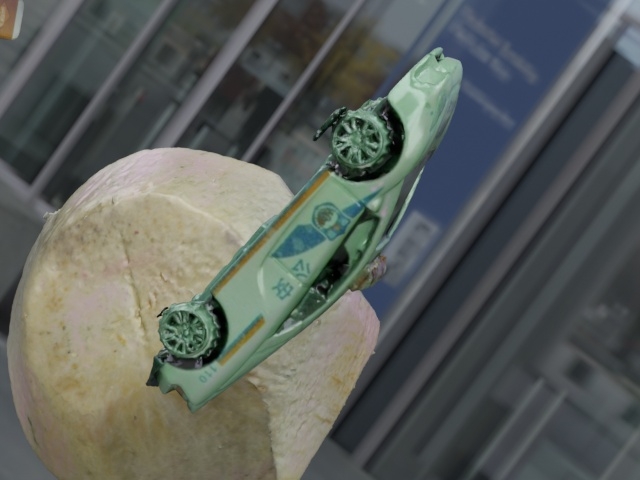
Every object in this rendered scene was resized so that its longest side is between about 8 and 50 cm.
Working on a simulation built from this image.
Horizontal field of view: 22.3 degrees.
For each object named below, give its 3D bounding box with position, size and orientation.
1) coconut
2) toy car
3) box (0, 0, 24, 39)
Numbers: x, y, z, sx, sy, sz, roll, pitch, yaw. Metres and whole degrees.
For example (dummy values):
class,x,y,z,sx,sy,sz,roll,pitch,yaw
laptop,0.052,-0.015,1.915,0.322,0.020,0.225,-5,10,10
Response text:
class,x,y,z,sx,sy,sz,roll,pitch,yaw
coconut,-0.078,0.062,0.988,0.197,0.237,0.237,18,-2,17
toy car,0.000,0.000,0.672,0.058,0.186,0.093,43,13,4
box,-0.301,-0.159,0.965,0.220,0.032,0.122,13,3,16
